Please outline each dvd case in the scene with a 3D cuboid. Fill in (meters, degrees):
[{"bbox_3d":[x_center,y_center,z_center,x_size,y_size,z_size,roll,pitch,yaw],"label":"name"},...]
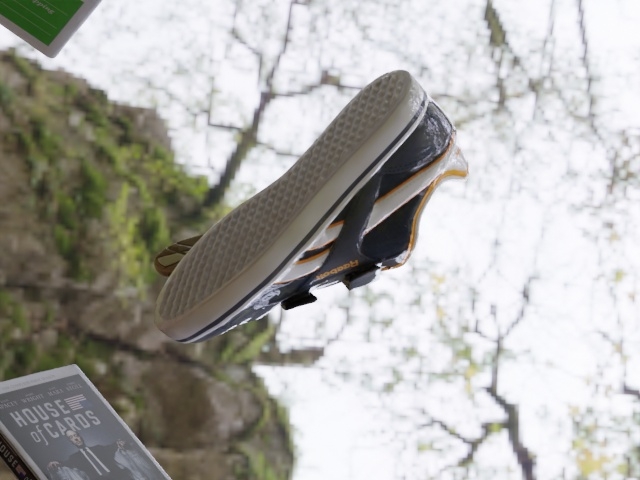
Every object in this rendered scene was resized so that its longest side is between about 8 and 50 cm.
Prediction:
[{"bbox_3d":[-0.259,0.240,1.573,0.238,0.179,0.029,47,-65,18],"label":"dvd case"}]

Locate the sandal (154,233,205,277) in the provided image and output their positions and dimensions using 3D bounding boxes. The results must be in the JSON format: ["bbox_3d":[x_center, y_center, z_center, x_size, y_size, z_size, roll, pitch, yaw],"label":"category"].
[{"bbox_3d":[-0.092,0.020,1.588,0.072,0.180,0.049,36,-46,57],"label":"sandal"}]

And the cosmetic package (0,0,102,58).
[{"bbox_3d":[-0.218,-0.353,1.309,0.365,0.197,0.155,-37,-155,49],"label":"cosmetic package"}]

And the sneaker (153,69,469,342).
[{"bbox_3d":[0.000,0.000,1.303,0.321,0.127,0.126,-42,-151,7],"label":"sneaker"}]
